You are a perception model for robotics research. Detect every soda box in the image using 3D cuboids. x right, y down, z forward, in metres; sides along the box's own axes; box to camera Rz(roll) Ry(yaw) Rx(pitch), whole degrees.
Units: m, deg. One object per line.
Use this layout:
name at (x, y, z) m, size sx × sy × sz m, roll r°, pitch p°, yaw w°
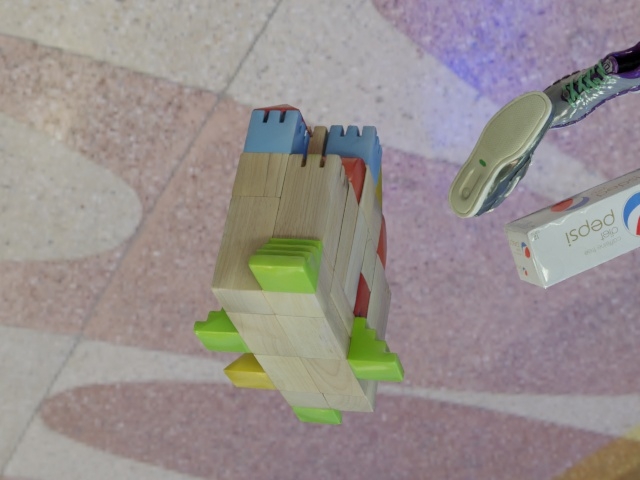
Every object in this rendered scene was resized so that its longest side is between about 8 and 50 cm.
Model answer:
soda box at (0.331, -0.021, 1.291) m, size 0.216 × 0.069 × 0.074 m, roll -22°, pitch 103°, yaw -11°

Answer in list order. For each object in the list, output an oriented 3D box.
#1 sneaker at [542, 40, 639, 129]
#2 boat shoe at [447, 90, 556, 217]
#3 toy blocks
sneaker at (0.428, -0.255, 1.735) m, size 0.223 × 0.083 × 0.098 m, roll -26°, pitch 156°, yaw 8°
boat shoe at (0.282, -0.130, 1.653) m, size 0.079 × 0.084 × 0.233 m, roll 2°, pitch 134°, yaw -38°
toy blocks at (0.000, 0.000, 1.124) m, size 0.190 × 0.261 × 0.381 m, roll 2°, pitch 152°, yaw 16°
